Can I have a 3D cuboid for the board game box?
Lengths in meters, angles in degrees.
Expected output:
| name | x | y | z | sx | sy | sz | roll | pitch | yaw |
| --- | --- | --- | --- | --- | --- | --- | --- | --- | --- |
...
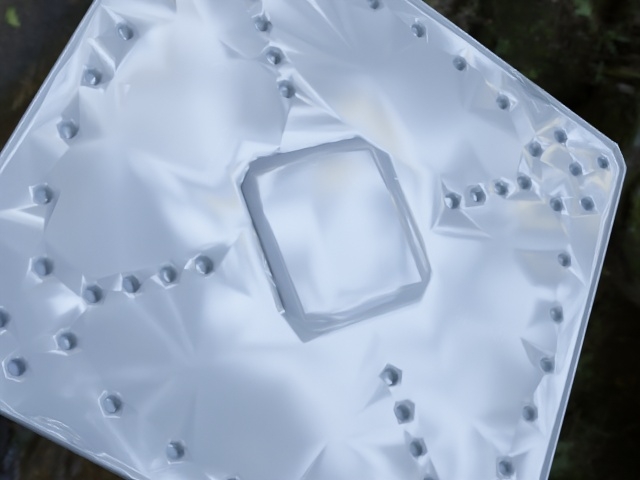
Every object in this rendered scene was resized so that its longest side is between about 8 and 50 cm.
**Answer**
| name | x | y | z | sx | sy | sz | roll | pitch | yaw |
| --- | --- | --- | --- | --- | --- | --- | --- | --- | --- |
| board game box | 0.000 | 0.000 | 0.707 | 0.390 | 0.050 | 0.390 | 32 | 60 | -17 |
